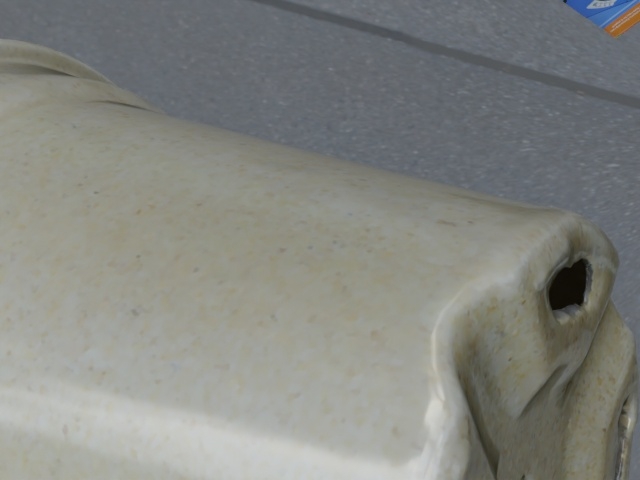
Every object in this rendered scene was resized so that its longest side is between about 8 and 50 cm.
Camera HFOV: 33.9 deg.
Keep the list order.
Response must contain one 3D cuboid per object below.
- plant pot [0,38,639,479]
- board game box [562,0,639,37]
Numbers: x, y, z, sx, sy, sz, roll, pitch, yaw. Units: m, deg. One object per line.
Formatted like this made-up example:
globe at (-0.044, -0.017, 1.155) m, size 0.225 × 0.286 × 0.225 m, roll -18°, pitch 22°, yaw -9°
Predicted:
plant pot at (-0.042, 0.081, 0.457) m, size 0.305 × 0.334 × 0.334 m, roll 7°, pitch 98°, yaw 32°
board game box at (0.251, -0.254, 0.698) m, size 0.145 × 0.027 × 0.281 m, roll 29°, pitch 142°, yaw -22°
